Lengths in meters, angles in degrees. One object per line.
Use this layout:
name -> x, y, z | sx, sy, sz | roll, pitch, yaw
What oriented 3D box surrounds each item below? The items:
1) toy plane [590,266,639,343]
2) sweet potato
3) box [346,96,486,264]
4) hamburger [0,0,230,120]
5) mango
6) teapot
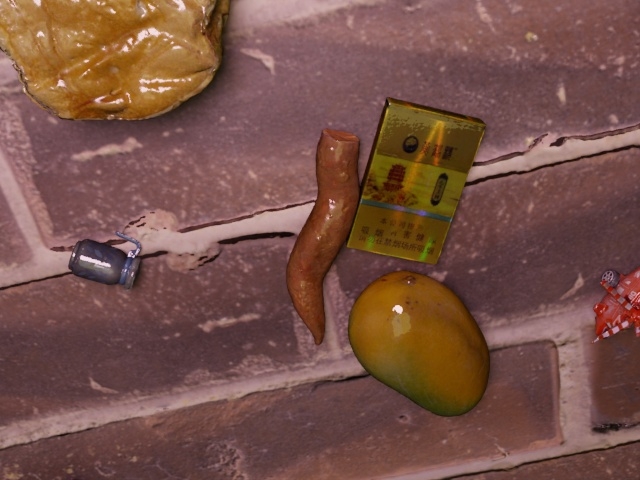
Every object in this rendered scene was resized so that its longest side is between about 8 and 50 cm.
toy plane -> 0.414, 0.045, 0.915 | 0.126, 0.077, 0.194 | 4, 110, -8
sweet potato -> 0.000, 0.000, 0.878 | 0.067, 0.059, 0.281 | 10, 116, -9
box -> 0.113, -0.069, 0.864 | 0.121, 0.030, 0.193 | 11, 117, -8
hamburger -> -0.223, -0.268, 0.691 | 0.265, 0.134, 0.285 | -2, 123, -9
mango -> 0.140, 0.146, 0.929 | 0.156, 0.114, 0.251 | -39, 112, 9
teapot -> -0.271, 0.024, 0.893 | 0.083, 0.064, 0.049 | 18, 147, -14
